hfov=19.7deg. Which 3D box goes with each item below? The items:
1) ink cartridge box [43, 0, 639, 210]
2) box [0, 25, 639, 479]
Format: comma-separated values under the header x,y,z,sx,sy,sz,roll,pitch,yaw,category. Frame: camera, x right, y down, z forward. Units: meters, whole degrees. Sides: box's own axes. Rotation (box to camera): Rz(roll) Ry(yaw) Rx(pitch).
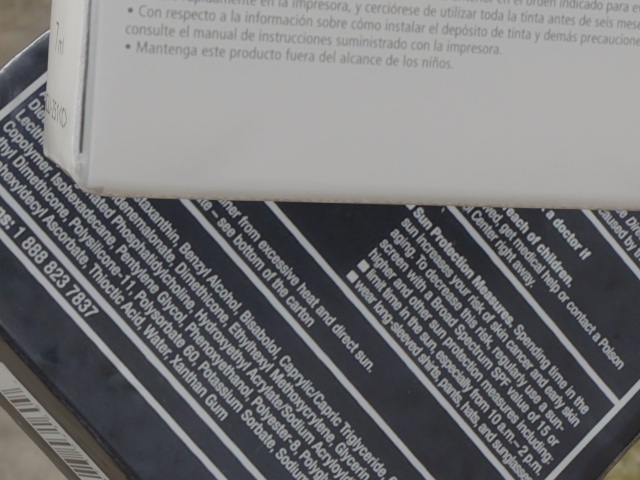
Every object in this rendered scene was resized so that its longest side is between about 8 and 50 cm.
x,y,z,sx,sy,sz,roll,pitch,yaw,category
0.073,-0.141,0.560,0.296,0.261,0.066,1,13,-20,ink cartridge box
0.000,0.000,0.819,0.294,0.296,0.183,-43,8,-17,box
